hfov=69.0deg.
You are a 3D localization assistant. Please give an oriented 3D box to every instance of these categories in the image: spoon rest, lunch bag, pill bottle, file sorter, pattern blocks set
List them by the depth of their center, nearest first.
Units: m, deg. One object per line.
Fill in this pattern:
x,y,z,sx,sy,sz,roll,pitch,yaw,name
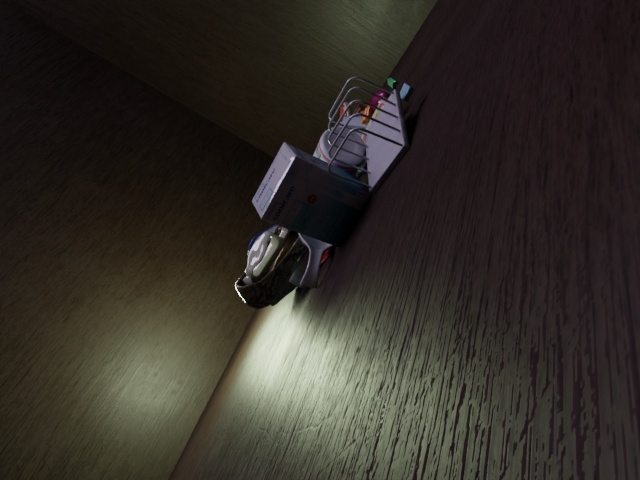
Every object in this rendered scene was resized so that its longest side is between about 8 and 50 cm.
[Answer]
0.128,-0.325,1.388,0.193,0.173,0.278,126,154,-44,file sorter
-0.015,0.027,1.530,0.276,0.137,0.084,-83,9,-46,spoon rest
0.194,-0.379,1.557,0.325,0.026,0.285,-69,27,16,pattern blocks set
0.039,-0.245,1.627,0.160,0.160,0.283,-65,3,-34,pill bottle
-0.178,0.098,1.861,0.243,0.115,0.303,-39,-44,-54,lunch bag

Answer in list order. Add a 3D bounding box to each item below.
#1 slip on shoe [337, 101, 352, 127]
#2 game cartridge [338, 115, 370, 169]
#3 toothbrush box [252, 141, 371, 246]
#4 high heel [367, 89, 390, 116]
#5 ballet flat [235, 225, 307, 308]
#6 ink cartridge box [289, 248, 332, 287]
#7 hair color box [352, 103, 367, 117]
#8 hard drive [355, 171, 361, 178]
0.077,-0.412,1.937,0.123,0.101,0.331,-153,71,-85,slip on shoe
0.138,-0.363,1.748,0.297,0.062,0.198,34,114,60,game cartridge
-0.027,-0.136,1.437,0.216,0.295,0.126,-58,34,17,toothbrush box
0.198,-0.436,1.816,0.181,0.127,0.377,-48,-10,-7,high heel
-0.135,0.010,1.642,0.164,0.182,0.483,16,63,39,ballet flat
0.000,0.000,1.748,0.261,0.066,0.296,-54,9,51,ink cartridge box
0.226,-0.588,2.241,0.072,0.141,0.043,-57,8,31,hair color box
0.120,-0.264,2.091,0.210,0.040,0.318,-61,6,0,hard drive
